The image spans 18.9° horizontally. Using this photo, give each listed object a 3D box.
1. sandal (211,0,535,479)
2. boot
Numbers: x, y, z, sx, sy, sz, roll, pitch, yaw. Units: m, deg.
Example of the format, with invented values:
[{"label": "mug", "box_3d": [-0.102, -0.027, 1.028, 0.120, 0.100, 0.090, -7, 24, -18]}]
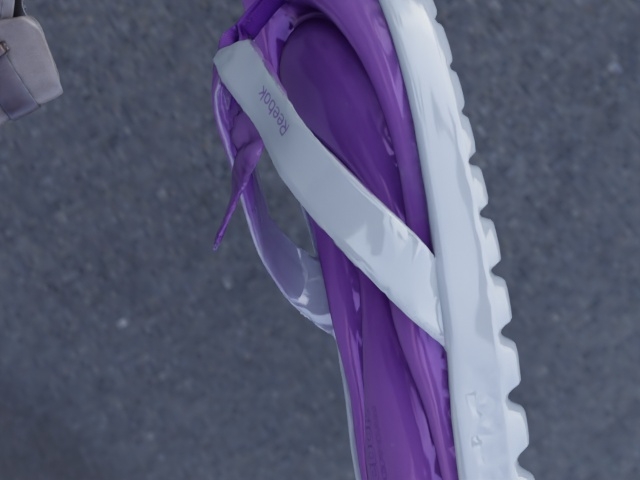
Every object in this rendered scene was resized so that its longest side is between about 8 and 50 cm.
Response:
[{"label": "sandal", "box_3d": [0.006, -0.005, 0.905, 0.102, 0.416, 0.169, -12, 169, -24]}, {"label": "boot", "box_3d": [-0.134, -0.047, 0.681, 0.087, 0.042, 0.118, -12, 96, -5]}]
